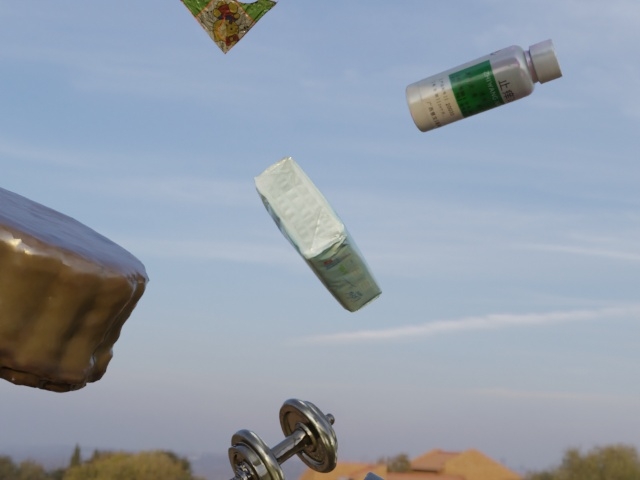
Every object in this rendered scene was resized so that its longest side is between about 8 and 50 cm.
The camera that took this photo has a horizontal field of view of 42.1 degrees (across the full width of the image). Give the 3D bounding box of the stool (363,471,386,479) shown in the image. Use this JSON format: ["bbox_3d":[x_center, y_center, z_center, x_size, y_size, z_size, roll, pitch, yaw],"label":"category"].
[{"bbox_3d":[0.072,0.479,1.249,0.141,0.232,0.232,26,-12,11],"label":"stool"}]

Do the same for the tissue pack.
[{"bbox_3d":[0.000,0.000,1.338,0.089,0.177,0.263,-34,-28,-1],"label":"tissue pack"}]

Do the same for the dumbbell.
[{"bbox_3d":[-0.082,0.470,1.854,0.290,0.192,0.192,-28,2,-31],"label":"dumbbell"}]

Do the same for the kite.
[{"bbox_3d":[-0.166,-0.441,1.437,0.198,0.244,0.006,12,31,10],"label":"kite"}]

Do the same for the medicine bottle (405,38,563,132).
[{"bbox_3d":[0.280,-0.269,1.433,0.260,0.095,0.095,-20,-23,20],"label":"medicine bottle"}]

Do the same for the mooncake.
[{"bbox_3d":[-0.386,0.047,1.011,0.324,0.187,0.324,26,0,0],"label":"mooncake"}]
